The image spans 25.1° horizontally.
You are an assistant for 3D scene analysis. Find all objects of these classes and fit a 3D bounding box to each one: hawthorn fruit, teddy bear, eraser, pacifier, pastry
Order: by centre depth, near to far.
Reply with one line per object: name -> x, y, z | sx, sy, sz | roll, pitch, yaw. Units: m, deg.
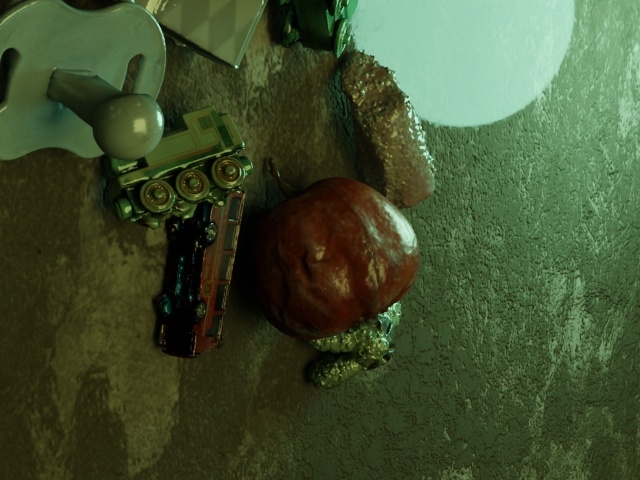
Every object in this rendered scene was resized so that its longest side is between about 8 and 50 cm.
pacifier -> -0.257, -0.175, 1.636 | 0.287, 0.226, 0.238 | -3, 123, -52
eraser -> -0.114, -0.439, 1.802 | 0.213, 0.082, 0.397 | 26, 89, -48
hawthorn fruit -> 0.000, 0.000, 2.011 | 0.242, 0.242, 0.271 | -24, 87, -43
pastry -> 0.103, -0.152, 2.147 | 0.103, 0.112, 0.265 | -39, 126, -23
teddy bear -> 0.071, 0.134, 2.182 | 0.213, 0.111, 0.133 | -37, 129, -35

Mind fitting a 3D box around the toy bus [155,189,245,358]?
toy bus -> -0.159, 0.039, 1.927 | 0.096, 0.073, 0.235 | 2, 97, -56

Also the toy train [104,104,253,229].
toy train -> -0.185, -0.091, 1.829 | 0.194, 0.081, 0.125 | -20, 77, -27

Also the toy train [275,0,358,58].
toy train -> 0.005, -0.347, 1.943 | 0.248, 0.101, 0.159 | 82, 26, -74
